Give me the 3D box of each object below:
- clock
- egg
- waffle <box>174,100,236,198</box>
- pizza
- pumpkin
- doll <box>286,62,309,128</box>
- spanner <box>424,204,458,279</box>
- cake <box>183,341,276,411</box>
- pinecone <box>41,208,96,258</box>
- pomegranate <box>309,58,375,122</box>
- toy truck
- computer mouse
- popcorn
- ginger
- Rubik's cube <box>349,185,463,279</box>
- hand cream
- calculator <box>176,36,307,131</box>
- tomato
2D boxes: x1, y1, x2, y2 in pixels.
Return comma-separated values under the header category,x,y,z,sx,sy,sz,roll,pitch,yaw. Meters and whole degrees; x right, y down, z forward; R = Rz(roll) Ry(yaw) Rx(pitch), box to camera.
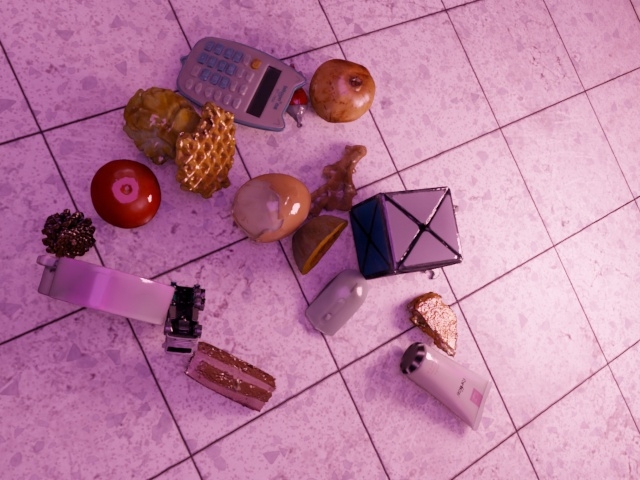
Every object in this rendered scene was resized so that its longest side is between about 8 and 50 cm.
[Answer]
category,x,y,z,sx,sy,sz,roll,pitch,yaw
clock,-0.545,0.124,1.325,0.338,0.338,0.102,18,78,-17
egg,-0.137,-0.103,1.580,0.244,0.201,0.201,-23,90,-34
waffle,-0.323,-0.255,1.513,0.051,0.291,0.291,15,73,22
pizza,0.387,0.274,1.779,0.226,0.069,0.147,47,56,-2
pumpkin,-0.017,-0.006,1.616,0.110,0.217,0.217,42,68,16
doll,-0.087,-0.471,1.722,0.102,0.075,0.227,-10,80,-20
spanner,0.429,-0.005,1.865,0.071,0.017,0.302,26,74,-15
cake,-0.262,0.387,1.524,0.295,0.113,0.116,36,76,-24
pinecone,-0.673,-0.020,1.413,0.140,0.140,0.121,-25,58,-22
pomegranate,0.072,-0.488,1.713,0.215,0.215,0.215,3,80,-20
toy truck,-0.379,0.217,1.453,0.110,0.116,0.216,8,36,-19
computer mouse,0.058,0.191,1.669,0.128,0.079,0.231,41,74,-7
popcorn,-0.447,-0.334,1.516,0.221,0.183,0.204,40,40,-7
ginger,0.063,-0.193,1.735,0.148,0.081,0.334,28,71,2
Rubik's cube,0.268,-0.019,1.682,0.255,0.260,0.259,-8,87,-20
hand cream,0.422,0.466,1.741,0.358,0.118,0.185,35,64,-18
calculator,-0.256,-0.488,1.644,0.386,0.054,0.256,23,75,-2
tomato,-0.538,-0.131,1.469,0.195,0.136,0.195,3,80,-20
